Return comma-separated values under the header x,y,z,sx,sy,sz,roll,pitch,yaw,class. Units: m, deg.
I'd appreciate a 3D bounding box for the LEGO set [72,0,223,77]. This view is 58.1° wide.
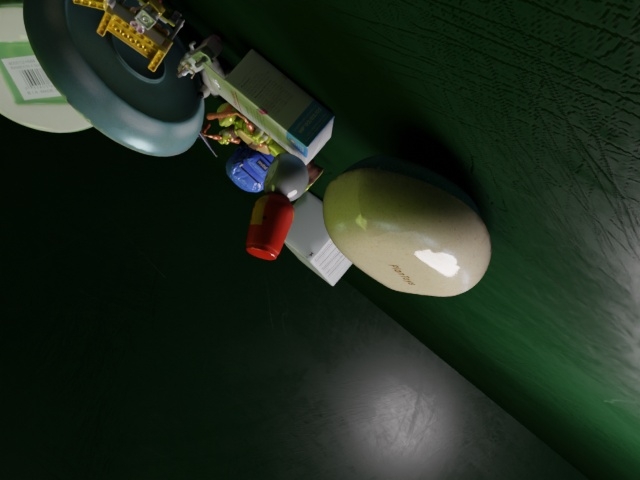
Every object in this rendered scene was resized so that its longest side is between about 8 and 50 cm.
x,y,z,sx,sy,sz,roll,pitch,yaw,class
-0.257,-0.354,0.784,0.132,0.107,0.287,-8,138,33,LEGO set

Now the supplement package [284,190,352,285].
x,y,z,sx,sy,sz,roll,pitch,yaw,class
0.000,0.000,1.463,0.139,0.133,0.244,38,174,21,supplement package

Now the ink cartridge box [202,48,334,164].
x,y,z,sx,sy,sz,roll,pitch,yaw,class
-0.070,-0.194,0.804,0.181,0.061,0.104,39,174,2,ink cartridge box

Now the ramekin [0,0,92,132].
x,y,z,sx,sy,sz,roll,pitch,yaw,class
-0.500,-0.346,1.064,0.303,0.304,0.148,45,-151,-42,ramekin

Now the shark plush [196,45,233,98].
x,y,z,sx,sy,sz,roll,pitch,yaw,class
-0.171,-0.283,0.970,0.067,0.073,0.161,60,-167,-6,shark plush

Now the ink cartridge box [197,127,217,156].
x,y,z,sx,sy,sz,roll,pitch,yaw,class
-0.283,-0.283,1.108,0.223,0.045,0.223,70,176,-78,ink cartridge box

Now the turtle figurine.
x,y,z,sx,sy,sz,roll,pitch,yaw,class
-0.105,-0.179,1.019,0.217,0.087,0.270,35,171,-22,turtle figurine

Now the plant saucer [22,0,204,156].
x,y,z,sx,sy,sz,roll,pitch,yaw,class
-0.289,-0.279,0.882,0.318,0.044,0.317,39,-143,-37,plant saucer

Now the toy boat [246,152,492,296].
x,y,z,sx,sy,sz,roll,pitch,yaw,class
0.051,-0.037,0.723,0.319,0.148,0.267,7,160,27,toy boat

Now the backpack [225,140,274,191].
x,y,z,sx,sy,sz,roll,pitch,yaw,class
-0.130,-0.159,1.158,0.098,0.120,0.101,43,174,-18,backpack
